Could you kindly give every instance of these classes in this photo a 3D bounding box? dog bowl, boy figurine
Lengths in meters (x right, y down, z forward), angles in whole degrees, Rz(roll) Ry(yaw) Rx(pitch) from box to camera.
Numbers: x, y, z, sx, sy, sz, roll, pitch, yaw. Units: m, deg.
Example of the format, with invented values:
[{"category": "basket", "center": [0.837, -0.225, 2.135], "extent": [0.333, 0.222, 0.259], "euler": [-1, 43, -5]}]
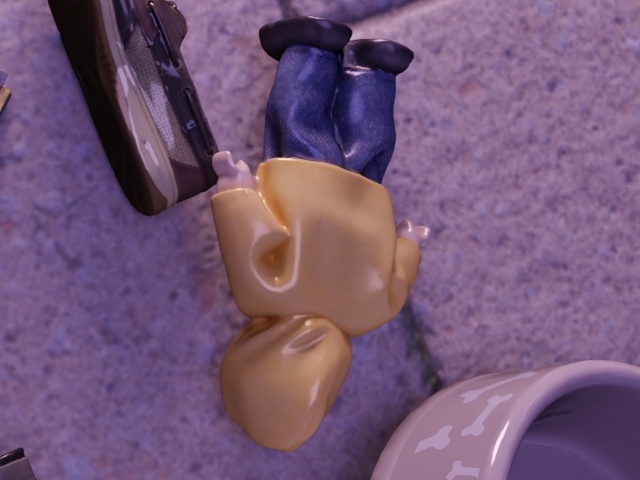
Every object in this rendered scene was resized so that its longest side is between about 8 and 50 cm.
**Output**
[{"category": "dog bowl", "center": [0.191, 0.238, 1.006], "extent": [0.348, 0.102, 0.349], "euler": [18, 58, -32]}, {"category": "boy figurine", "center": [0.000, 0.000, 1.029], "extent": [0.177, 0.092, 0.285], "euler": [12, 82, -35]}]

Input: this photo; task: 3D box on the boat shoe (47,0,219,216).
[{"category": "boat shoe", "center": [-0.123, -0.130, 1.007], "extent": [0.073, 0.080, 0.224], "euler": [-21, 97, -28]}]

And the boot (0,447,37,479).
[{"category": "boot", "center": [-0.228, 0.256, 0.927], "extent": [0.161, 0.083, 0.246], "euler": [45, 64, -6]}]

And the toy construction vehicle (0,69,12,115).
[{"category": "toy construction vehicle", "center": [-0.245, -0.094, 0.973], "extent": [0.086, 0.035, 0.098], "euler": [31, 74, -16]}]
